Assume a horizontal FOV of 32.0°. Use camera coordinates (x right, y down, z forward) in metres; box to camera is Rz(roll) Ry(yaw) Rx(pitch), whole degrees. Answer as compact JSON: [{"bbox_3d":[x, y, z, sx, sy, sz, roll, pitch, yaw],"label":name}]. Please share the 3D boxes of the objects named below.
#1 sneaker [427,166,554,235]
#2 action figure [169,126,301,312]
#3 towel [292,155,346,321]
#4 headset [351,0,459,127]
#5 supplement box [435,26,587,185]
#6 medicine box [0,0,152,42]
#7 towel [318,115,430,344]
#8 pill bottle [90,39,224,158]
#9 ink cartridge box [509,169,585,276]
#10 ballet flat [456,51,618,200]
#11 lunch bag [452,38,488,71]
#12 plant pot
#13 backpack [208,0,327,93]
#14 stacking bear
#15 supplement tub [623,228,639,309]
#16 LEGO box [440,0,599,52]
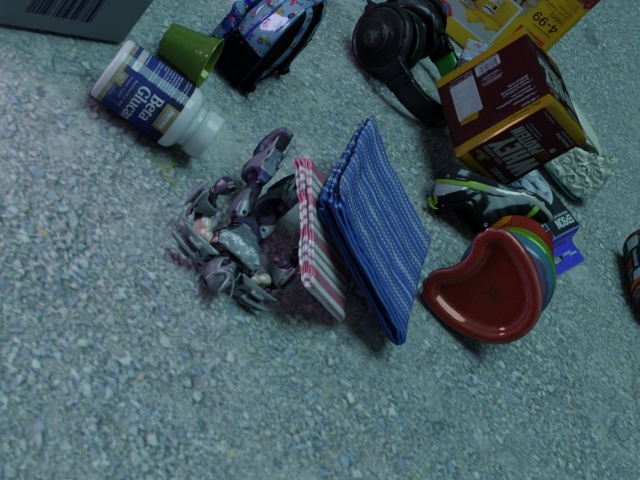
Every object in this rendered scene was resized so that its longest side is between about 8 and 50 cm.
[{"bbox_3d":[0.287,-0.050,1.915,0.234,0.084,0.097,17,82,-17],"label":"sneaker"},{"bbox_3d":[-0.093,-0.025,1.480,0.185,0.099,0.285,51,35,-23],"label":"action figure"},{"bbox_3d":[0.000,0.000,1.510,0.144,0.029,0.197,49,35,-59],"label":"towel"},{"bbox_3d":[0.167,-0.403,2.072,0.394,0.185,0.243,56,33,-5],"label":"headset"},{"bbox_3d":[0.330,-0.227,1.954,0.129,0.191,0.194,37,33,-41],"label":"supplement box"},{"bbox_3d":[-0.394,-0.443,1.556,0.263,0.149,0.289,-1,54,-47],"label":"medicine box"},{"bbox_3d":[0.092,-0.024,1.627,0.243,0.040,0.336,62,22,-18],"label":"towel"},{"bbox_3d":[-0.219,-0.187,1.522,0.169,0.094,0.094,35,35,-14],"label":"pill bottle"},{"bbox_3d":[0.400,-0.033,2.055,0.208,0.045,0.206,54,35,11],"label":"ink cartridge box"},{"bbox_3d":[0.442,-0.260,2.261,0.409,0.147,0.147,46,34,3],"label":"ballet flat"},{"bbox_3d":[0.274,-0.318,2.071,0.053,0.083,0.071,17,45,7],"label":"lunch bag"},{"bbox_3d":[-0.198,-0.284,1.669,0.079,0.083,0.083,30,35,-2],"label":"plant pot"},{"bbox_3d":[-0.078,-0.335,1.753,0.117,0.173,0.158,47,35,2],"label":"backpack"},{"bbox_3d":[0.301,0.042,1.782,0.164,0.175,0.289,49,27,1],"label":"stacking bear"},{"bbox_3d":[0.645,0.071,2.149,0.106,0.106,0.198,31,36,-19],"label":"supplement tub"},{"bbox_3d":[0.344,-0.634,2.334,0.500,0.372,0.193,38,35,-10],"label":"LEGO box"}]
